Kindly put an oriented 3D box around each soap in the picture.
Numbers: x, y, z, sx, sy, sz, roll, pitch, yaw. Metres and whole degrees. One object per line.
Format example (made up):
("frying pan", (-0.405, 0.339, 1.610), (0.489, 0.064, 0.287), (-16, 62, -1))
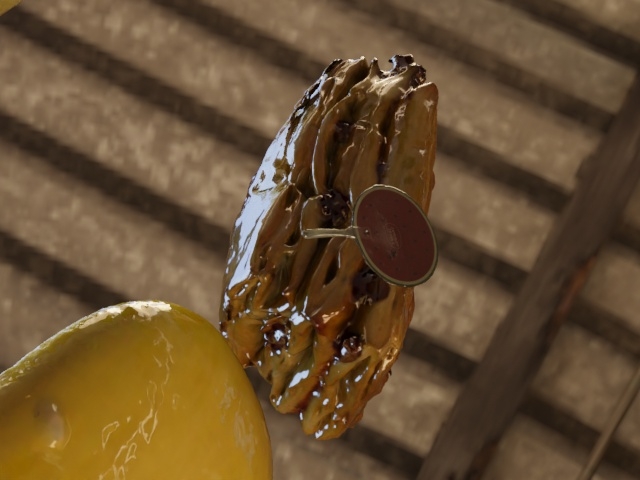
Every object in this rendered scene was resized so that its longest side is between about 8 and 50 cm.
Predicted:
("soap", (-0.190, 0.236, 1.415), (0.115, 0.306, 0.427), (0, -148, 44))

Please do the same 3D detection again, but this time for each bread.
("bread", (0.000, 0.000, 1.746), (0.167, 0.277, 0.325), (12, -118, -8))

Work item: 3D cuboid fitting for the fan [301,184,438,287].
("fan", (0.038, -0.004, 1.399), (0.133, 0.005, 0.085), (2, -114, -40))

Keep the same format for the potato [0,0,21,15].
("potato", (-0.326, -0.224, 1.505), (0.255, 0.112, 0.269), (-52, -137, -3))
